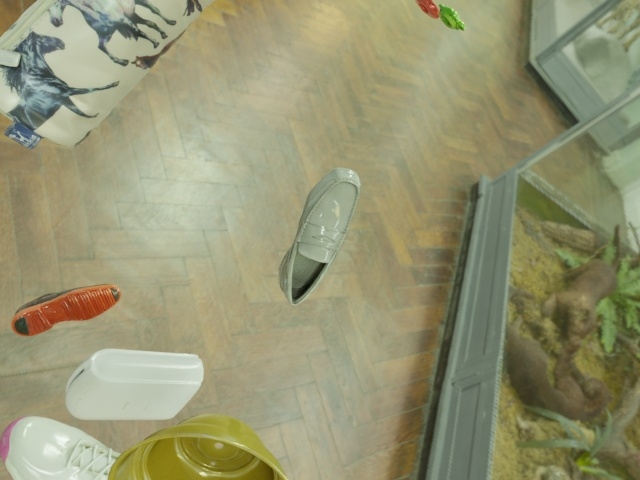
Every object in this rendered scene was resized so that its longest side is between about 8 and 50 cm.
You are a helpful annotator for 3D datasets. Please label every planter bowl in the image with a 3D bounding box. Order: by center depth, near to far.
[{"bbox_3d":[-0.130,0.275,0.648,0.217,0.217,0.090,38,25,-15],"label":"planter bowl"}]

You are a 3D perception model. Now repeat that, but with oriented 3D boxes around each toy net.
[{"bbox_3d":[0.107,-0.360,0.695,0.232,0.045,0.122,51,11,32],"label":"toy net"}]

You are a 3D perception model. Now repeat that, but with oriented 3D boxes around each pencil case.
[{"bbox_3d":[-0.265,-0.300,0.690,0.160,0.410,0.183,52,15,10],"label":"pencil case"}]

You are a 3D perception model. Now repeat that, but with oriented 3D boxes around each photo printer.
[{"bbox_3d":[-0.497,0.383,1.426,0.307,0.256,0.107,13,46,-33],"label":"photo printer"}]

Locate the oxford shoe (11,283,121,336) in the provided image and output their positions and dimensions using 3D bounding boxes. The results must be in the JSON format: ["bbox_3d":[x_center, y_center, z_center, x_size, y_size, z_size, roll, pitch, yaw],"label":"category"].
[{"bbox_3d":[-0.668,0.160,1.434,0.271,0.097,0.098,-16,32,-15],"label":"oxford shoe"}]

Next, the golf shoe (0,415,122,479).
[{"bbox_3d":[-0.298,0.336,0.774,0.306,0.140,0.115,47,23,-22],"label":"golf shoe"}]

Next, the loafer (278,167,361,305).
[{"bbox_3d":[0.000,0.000,1.113,0.111,0.320,0.112,12,35,-18],"label":"loafer"}]
